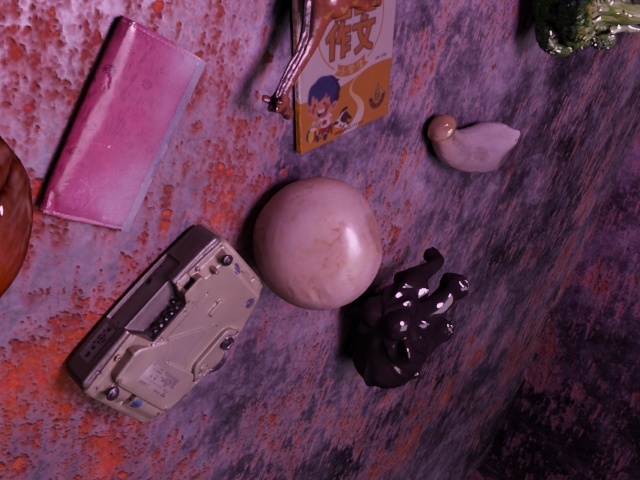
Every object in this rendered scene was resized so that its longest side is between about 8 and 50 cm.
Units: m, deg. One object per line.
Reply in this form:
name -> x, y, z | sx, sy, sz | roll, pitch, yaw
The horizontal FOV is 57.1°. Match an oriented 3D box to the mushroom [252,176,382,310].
mushroom -> -0.010, -0.005, 0.930 | 0.206, 0.209, 0.207 | -8, 121, -14

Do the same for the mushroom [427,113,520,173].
mushroom -> 0.311, -0.198, 1.234 | 0.270, 0.103, 0.118 | -6, 121, -43

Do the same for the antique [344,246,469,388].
antique -> 0.180, 0.191, 1.294 | 0.255, 0.185, 0.322 | -26, 138, -40

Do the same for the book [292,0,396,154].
book -> 0.038, -0.295, 0.881 | 0.207, 0.020, 0.296 | -31, 137, -33

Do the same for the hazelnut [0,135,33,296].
hazelnut -> -0.335, -0.020, 0.480 | 0.180, 0.181, 0.212 | -18, 122, -19

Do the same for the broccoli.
broccoli -> 0.564, -0.508, 1.179 | 0.308, 0.275, 0.308 | -63, 174, -13

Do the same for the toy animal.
toy animal -> 0.004, -0.290, 0.762 | 0.229, 0.066, 0.224 | -41, 144, -38

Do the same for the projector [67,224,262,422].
projector -> -0.201, 0.131, 0.846 | 0.269, 0.088, 0.194 | -50, 142, -13

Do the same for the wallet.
wallet -> -0.224, -0.124, 0.673 | 0.119, 0.025, 0.232 | 17, 102, -56
